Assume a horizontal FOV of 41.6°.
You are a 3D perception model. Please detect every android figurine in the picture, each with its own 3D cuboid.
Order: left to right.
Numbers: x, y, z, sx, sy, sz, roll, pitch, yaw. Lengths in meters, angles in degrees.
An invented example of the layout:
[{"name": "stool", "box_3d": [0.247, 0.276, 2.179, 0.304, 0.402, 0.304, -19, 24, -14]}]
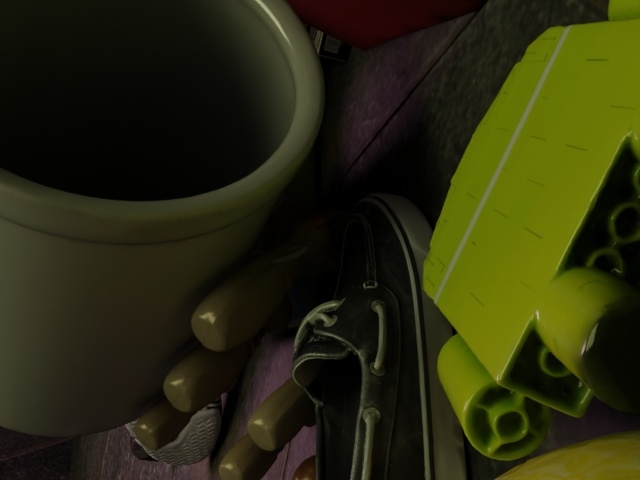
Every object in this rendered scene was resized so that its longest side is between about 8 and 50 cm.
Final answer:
[{"name": "android figurine", "box_3d": [0.121, -0.022, 0.419, 0.273, 0.056, 0.248, -113, 46, -80]}]

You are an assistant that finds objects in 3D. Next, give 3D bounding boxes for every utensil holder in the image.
[{"name": "utensil holder", "box_3d": [-0.211, -0.037, 0.754, 0.385, 0.327, 0.328, 119, 154, -48]}]

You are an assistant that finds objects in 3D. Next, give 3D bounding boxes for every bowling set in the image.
[{"name": "bowling set", "box_3d": [-0.030, 0.140, 0.754, 0.154, 0.200, 0.287, -41, -7, -40]}]

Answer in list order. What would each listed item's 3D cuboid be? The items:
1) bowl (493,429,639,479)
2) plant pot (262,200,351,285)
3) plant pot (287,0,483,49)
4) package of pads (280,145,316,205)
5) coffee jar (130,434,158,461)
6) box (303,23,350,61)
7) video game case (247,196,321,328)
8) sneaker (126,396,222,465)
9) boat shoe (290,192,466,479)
[{"name": "bowl", "box_3d": [0.084, 0.207, 0.309, 0.289, 0.156, 0.290, -169, 90, -71]}, {"name": "plant pot", "box_3d": [0.000, 0.000, 0.797, 0.079, 0.083, 0.083, -7, 72, 58]}, {"name": "plant pot", "box_3d": [0.002, -0.338, 0.724, 0.267, 0.235, 0.267, -166, 87, -71]}, {"name": "package of pads", "box_3d": [-0.089, -0.111, 1.062, 0.229, 0.101, 0.297, 127, 149, -51]}, {"name": "coffee jar", "box_3d": [-0.270, 0.267, 1.400, 0.096, 0.079, 0.184, 122, 152, -46]}, {"name": "box", "box_3d": [0.022, -0.310, 0.952, 0.114, 0.036, 0.207, -138, 61, -68]}, {"name": "video game case", "box_3d": [-0.093, 0.010, 0.919, 0.212, 0.023, 0.193, -19, 92, 54]}, {"name": "sneaker", "box_3d": [-0.200, 0.112, 1.151, 0.210, 0.137, 0.366, -79, -20, -65]}, {"name": "boat shoe", "box_3d": [0.029, 0.084, 0.613, 0.108, 0.102, 0.301, 126, 149, -50]}]
